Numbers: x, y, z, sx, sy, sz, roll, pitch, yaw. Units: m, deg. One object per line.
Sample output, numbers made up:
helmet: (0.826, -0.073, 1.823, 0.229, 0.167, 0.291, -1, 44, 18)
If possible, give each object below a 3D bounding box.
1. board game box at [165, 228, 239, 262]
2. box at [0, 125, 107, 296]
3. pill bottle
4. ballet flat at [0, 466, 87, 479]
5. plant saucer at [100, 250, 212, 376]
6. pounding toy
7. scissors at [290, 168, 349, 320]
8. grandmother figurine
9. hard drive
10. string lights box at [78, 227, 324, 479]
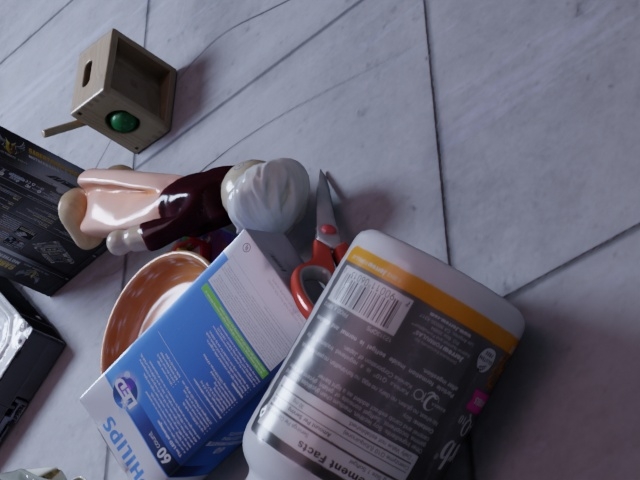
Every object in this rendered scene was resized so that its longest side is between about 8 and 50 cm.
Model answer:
board game box: (-0.153, 0.037, 1.553, 0.168, 0.033, 0.133, 22, 81, 56)
box: (-0.376, -0.035, 1.712, 0.183, 0.231, 0.056, -36, 43, 30)
pill bottle: (0.035, 0.144, 1.123, 0.162, 0.162, 0.278, 27, 87, 56)
ballet flat: (-0.296, 0.286, 1.524, 0.068, 0.072, 0.213, -42, 27, -28)
plant saucer: (-0.159, 0.111, 1.475, 0.200, 0.037, 0.200, -18, 62, 38)
pounding toy: (-0.272, -0.180, 1.782, 0.100, 0.130, 0.141, -30, 44, 35)
scissors: (0.000, 0.000, 1.334, 0.297, 0.109, 0.021, -118, 33, -52)
grandmother figurine: (-0.147, -0.042, 1.493, 0.342, 0.104, 0.208, -3, 33, 45)
hard drive: (-0.485, 0.152, 1.824, 0.237, 0.064, 0.339, -57, 41, 3)
string lights box: (-0.105, 0.124, 1.341, 0.259, 0.077, 0.133, -44, 66, 20)
